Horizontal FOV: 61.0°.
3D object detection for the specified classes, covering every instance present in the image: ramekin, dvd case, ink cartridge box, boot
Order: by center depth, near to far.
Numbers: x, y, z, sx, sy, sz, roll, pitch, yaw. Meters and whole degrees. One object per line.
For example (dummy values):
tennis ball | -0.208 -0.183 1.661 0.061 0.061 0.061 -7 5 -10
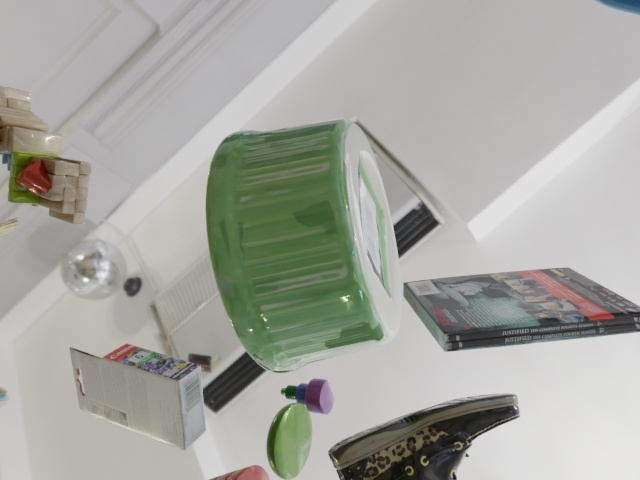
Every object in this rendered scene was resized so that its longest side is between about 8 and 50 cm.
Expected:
dvd case | 0.119 0.039 0.334 0.119 0.013 0.087 -4 -165 -6
ink cartridge box | -0.148 0.119 0.437 0.115 0.029 0.063 9 -70 25
boot | 0.144 0.288 0.630 0.236 0.085 0.179 -16 -106 -7
ramekin | 0.000 0.000 0.666 0.148 0.303 0.304 -11 -120 17

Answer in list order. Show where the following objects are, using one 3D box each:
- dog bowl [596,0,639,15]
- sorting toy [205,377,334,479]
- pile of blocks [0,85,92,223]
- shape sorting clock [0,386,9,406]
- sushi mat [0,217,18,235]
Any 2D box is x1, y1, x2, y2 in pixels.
dog bowl | 0.374 -0.291 0.544 0.074 0.166 0.297 -48 -130 1
sorting toy | -0.106 0.359 0.952 0.126 0.127 0.365 -2 -159 29
pile of blocks | -0.537 -0.152 0.948 0.362 0.112 0.149 42 -66 29
shape sorting clock | -0.528 0.174 0.749 0.206 0.206 0.040 17 -106 37
sushi mat | -0.478 0.024 0.668 0.151 0.019 0.316 -28 -166 -12
